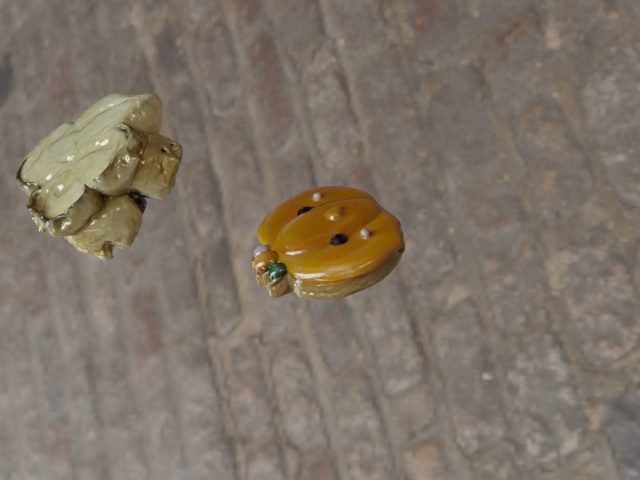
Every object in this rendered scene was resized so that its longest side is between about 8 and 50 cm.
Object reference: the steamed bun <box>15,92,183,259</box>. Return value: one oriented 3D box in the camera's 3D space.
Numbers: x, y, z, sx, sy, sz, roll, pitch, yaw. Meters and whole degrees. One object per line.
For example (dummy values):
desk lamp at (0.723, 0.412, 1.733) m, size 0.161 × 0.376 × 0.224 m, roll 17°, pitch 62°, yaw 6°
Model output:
steamed bun at (-0.224, -0.069, 1.403) m, size 0.192 × 0.106 × 0.177 m, roll -45°, pitch 34°, yaw -8°

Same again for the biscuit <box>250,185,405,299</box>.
biscuit at (0.000, -0.003, 1.371) m, size 0.170 × 0.170 × 0.050 m, roll 41°, pitch 150°, yaw 48°
